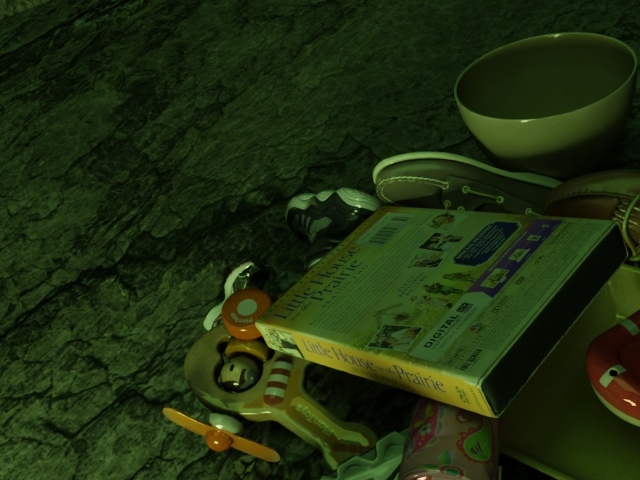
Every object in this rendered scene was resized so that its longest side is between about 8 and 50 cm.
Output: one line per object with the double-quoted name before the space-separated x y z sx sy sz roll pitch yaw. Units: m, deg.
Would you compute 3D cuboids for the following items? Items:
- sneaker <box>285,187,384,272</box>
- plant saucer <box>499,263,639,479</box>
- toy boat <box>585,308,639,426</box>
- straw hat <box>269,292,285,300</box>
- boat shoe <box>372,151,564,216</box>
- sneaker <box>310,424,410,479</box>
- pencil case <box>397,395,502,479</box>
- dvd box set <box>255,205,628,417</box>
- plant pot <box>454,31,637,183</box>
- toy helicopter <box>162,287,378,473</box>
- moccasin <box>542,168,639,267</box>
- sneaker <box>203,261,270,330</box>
"sneaker" 0.000 0.000 1.377 0.268 0.101 0.153 -9 60 60
"plant saucer" 0.432 0.205 0.990 0.332 0.081 0.333 19 59 40
"toy boat" 0.418 0.110 0.919 0.231 0.151 0.151 -32 41 -6
"straw hat" -0.021 0.115 1.321 0.144 0.144 0.061 -8 83 20
"boat shoe" 0.241 -0.059 1.265 0.324 0.116 0.097 11 56 -3
"sneaker" 0.029 0.366 0.994 0.330 0.122 0.146 -30 66 -5
"pencil case" 0.169 0.221 0.961 0.124 0.124 0.284 -7 32 21
"dvd box set" 0.144 0.068 1.063 0.307 0.062 0.420 -41 28 -29
"plant pot" 0.383 -0.197 1.324 0.284 0.191 0.284 -14 36 10
"toy helicopter" -0.068 0.247 1.174 0.355 0.140 0.235 31 60 30
"moccasin" 0.502 0.001 1.116 0.380 0.139 0.147 18 62 18
"sneaker" -0.129 0.116 1.345 0.077 0.072 0.178 56 129 35
